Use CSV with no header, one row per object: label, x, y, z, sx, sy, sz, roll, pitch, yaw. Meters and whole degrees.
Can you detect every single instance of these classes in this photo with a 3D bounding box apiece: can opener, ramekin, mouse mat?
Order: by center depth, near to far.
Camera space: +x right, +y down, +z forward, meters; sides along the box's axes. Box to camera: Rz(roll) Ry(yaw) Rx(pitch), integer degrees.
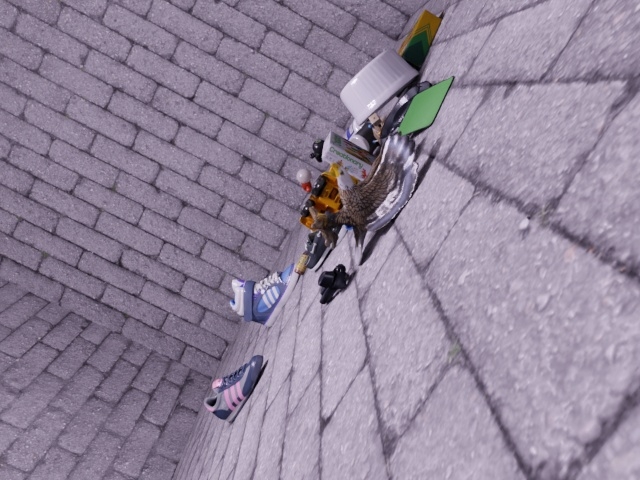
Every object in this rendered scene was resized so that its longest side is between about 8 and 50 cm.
can opener,0.026,0.110,1.371,0.186,0.073,0.059,111,175,-64
mouse mat,0.266,-0.341,1.410,0.152,0.007,0.190,-64,20,-11
ramekin,0.200,-0.546,1.922,0.277,0.135,0.277,-40,4,3

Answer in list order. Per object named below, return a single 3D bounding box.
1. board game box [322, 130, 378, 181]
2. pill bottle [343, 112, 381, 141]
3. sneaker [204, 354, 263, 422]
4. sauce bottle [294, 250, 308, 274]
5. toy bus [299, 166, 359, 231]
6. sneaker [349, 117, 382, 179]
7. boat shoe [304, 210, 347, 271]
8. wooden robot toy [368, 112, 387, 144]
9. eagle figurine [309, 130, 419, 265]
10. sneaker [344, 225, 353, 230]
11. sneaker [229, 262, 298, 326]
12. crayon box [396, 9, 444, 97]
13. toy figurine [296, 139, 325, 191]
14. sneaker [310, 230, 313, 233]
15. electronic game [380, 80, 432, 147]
board game box,0.101,-0.239,1.593,0.053,0.193,0.305,-61,8,16
pill bottle,0.172,-0.443,2.186,0.112,0.112,0.187,-65,8,-23
sneaker,-0.314,0.520,1.948,0.319,0.131,0.112,-59,7,21
sauce bottle,-0.063,0.076,2.190,0.128,0.042,0.042,-66,8,-13
toy bus,0.039,-0.153,1.923,0.220,0.149,0.211,-61,2,28
sneaker,0.160,-0.326,1.950,0.147,0.104,0.296,-47,-8,-20
boat shoe,0.000,0.000,1.820,0.302,0.091,0.114,-54,10,47
wooden robot toy,0.208,-0.338,1.745,0.076,0.079,0.173,-27,-26,2
eagle figurine,0.110,-0.111,1.265,0.298,0.225,0.226,-32,56,6
sneaker,0.104,-0.079,1.547,0.144,0.053,0.059,113,-179,-57
sneaker,-0.248,0.194,2.279,0.323,0.236,0.130,-61,7,16
crayon box,0.356,-0.733,2.089,0.318,0.081,0.202,-65,7,-25
toy figurine,0.028,-0.271,2.158,0.213,0.209,0.148,-60,-10,-9
sneaker,0.009,-0.098,2.260,0.075,0.063,0.170,158,134,-80
electronic game,0.249,-0.366,1.593,0.229,0.048,0.229,-53,16,22
